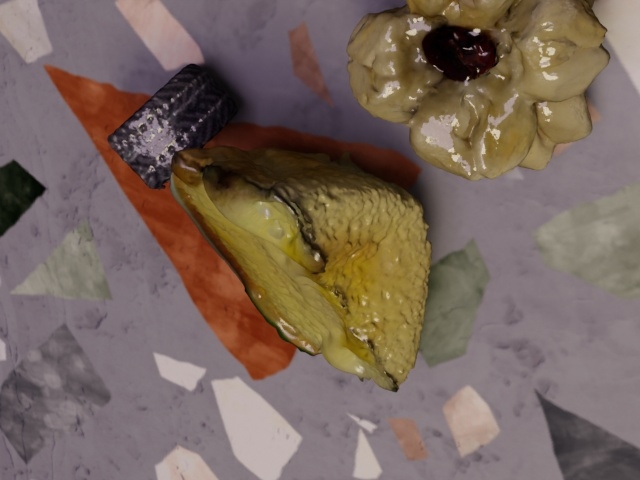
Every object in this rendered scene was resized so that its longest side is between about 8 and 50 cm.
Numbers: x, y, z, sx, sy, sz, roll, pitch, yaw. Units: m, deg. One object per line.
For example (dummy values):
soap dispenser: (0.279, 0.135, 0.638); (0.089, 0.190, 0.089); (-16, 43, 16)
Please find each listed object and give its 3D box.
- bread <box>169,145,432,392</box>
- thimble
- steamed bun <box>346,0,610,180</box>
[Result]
bread: (0.002, -0.009, 0.875); (0.174, 0.133, 0.252); (22, 154, 49)
thimble: (-0.126, -0.098, 0.931); (0.104, 0.095, 0.066); (-43, 99, -3)
steamed bun: (0.113, -0.125, 0.774); (0.192, 0.106, 0.177); (35, 135, 2)
